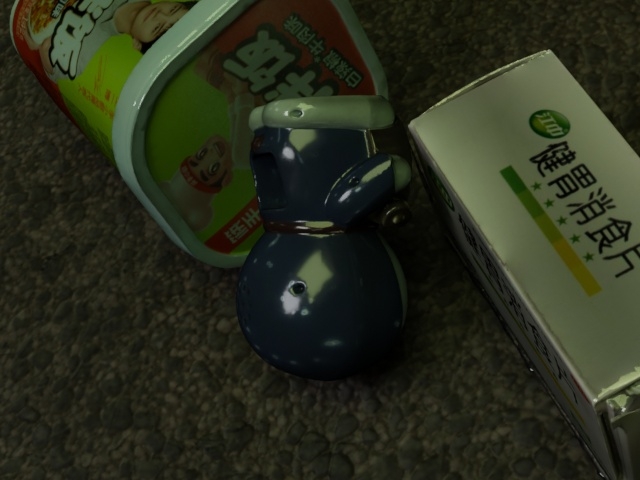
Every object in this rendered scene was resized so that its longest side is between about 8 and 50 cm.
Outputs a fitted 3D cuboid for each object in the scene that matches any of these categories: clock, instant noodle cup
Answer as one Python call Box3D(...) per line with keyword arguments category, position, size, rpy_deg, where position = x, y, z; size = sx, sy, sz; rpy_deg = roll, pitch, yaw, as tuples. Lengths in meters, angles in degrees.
Box3D(category="clock", position=(0.000, 0.000, 1.097), size=(0.199, 0.146, 0.243), rpy_deg=(2, 93, 64))
Box3D(category="instant noodle cup", position=(-0.137, -0.168, 1.244), size=(0.294, 0.294, 0.308), rpy_deg=(-44, 46, -11))

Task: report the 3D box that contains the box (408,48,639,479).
Box3D(category="box", position=(0.213, 0.025, 1.018), size=(0.145, 0.173, 0.333), rpy_deg=(-29, 52, 0))
